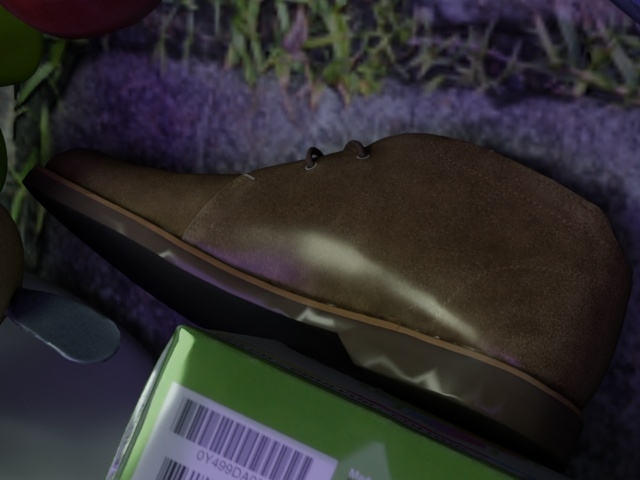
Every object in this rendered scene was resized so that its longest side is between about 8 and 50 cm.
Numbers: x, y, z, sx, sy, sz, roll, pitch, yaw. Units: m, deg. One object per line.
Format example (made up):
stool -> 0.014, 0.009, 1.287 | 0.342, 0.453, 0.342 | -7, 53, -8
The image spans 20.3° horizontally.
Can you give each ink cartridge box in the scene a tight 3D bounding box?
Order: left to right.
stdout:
ink cartridge box -> 0.042, 0.120, 0.756 | 0.189, 0.255, 0.097 | 24, 91, 17

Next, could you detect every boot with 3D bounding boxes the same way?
boot -> 0.000, 0.000, 0.828 | 0.305, 0.112, 0.115 | 20, 77, 27

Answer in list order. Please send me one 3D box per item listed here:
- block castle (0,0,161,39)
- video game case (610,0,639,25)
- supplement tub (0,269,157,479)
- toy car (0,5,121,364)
block castle -> -0.187, -0.315, 0.682 | 0.303, 0.213, 0.453 | 5, 87, 14
video game case -> 0.191, -0.203, 0.683 | 0.196, 0.026, 0.274 | 38, 118, -6
supplement tub -> -0.219, 0.189, 0.881 | 0.235, 0.235, 0.325 | 31, 114, 15
toy car -> -0.172, -0.009, 0.772 | 0.188, 0.155, 0.149 | 50, 136, 29
